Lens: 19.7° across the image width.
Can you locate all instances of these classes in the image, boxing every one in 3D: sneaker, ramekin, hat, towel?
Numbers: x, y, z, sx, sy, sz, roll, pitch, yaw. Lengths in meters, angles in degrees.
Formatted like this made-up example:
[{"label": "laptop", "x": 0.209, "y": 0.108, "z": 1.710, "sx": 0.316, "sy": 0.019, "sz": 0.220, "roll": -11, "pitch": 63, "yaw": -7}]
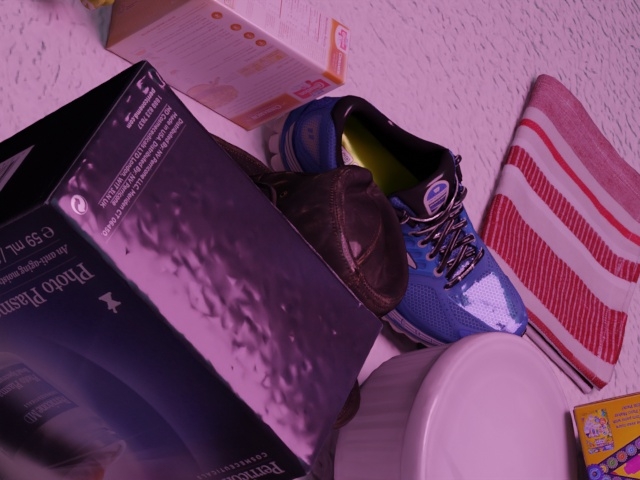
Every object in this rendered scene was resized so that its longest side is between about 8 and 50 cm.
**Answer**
[{"label": "sneaker", "x": 0.093, "y": -0.013, "z": 1.838, "sx": 0.330, "sy": 0.147, "sz": 0.130, "roll": 46, "pitch": 65, "yaw": -12}, {"label": "ramekin", "x": 0.126, "y": 0.223, "z": 1.776, "sx": 0.273, "sy": 0.127, "sz": 0.272, "roll": 7, "pitch": 80, "yaw": -51}, {"label": "hat", "x": 0.000, "y": 0.000, "z": 1.687, "sx": 0.331, "sy": 0.134, "sz": 0.331, "roll": 54, "pitch": 16, "yaw": -23}, {"label": "towel", "x": 0.294, "y": -0.012, "z": 2.163, "sx": 0.237, "sy": 0.037, "sz": 0.329, "roll": 44, "pitch": 46, "yaw": -23}]

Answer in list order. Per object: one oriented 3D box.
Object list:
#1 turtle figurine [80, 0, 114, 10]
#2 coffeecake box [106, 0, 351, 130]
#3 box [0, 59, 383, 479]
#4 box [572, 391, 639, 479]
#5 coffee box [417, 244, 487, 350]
[{"label": "turtle figurine", "x": -0.290, "y": -0.293, "z": 1.641, "sx": 0.217, "sy": 0.087, "sz": 0.269, "roll": -48, "pitch": 117, "yaw": -38}, {"label": "coffeecake box", "x": -0.086, "y": -0.192, "z": 1.765, "sx": 0.185, "sy": 0.142, "sz": 0.068, "roll": 29, "pitch": 54, "yaw": -35}, {"label": "box", "x": -0.167, "y": 0.064, "z": 1.450, "sx": 0.294, "sy": 0.296, "sz": 0.182, "roll": 47, "pitch": 44, "yaw": -20}, {"label": "box", "x": 0.380, "y": 0.304, "z": 1.910, "sx": 0.290, "sy": 0.177, "sz": 0.279, "roll": 48, "pitch": 30, "yaw": -75}, {"label": "coffee box", "x": 0.150, "y": 0.096, "z": 1.958, "sx": 0.113, "sy": 0.040, "sz": 0.184, "roll": -4, "pitch": 76, "yaw": -45}]
